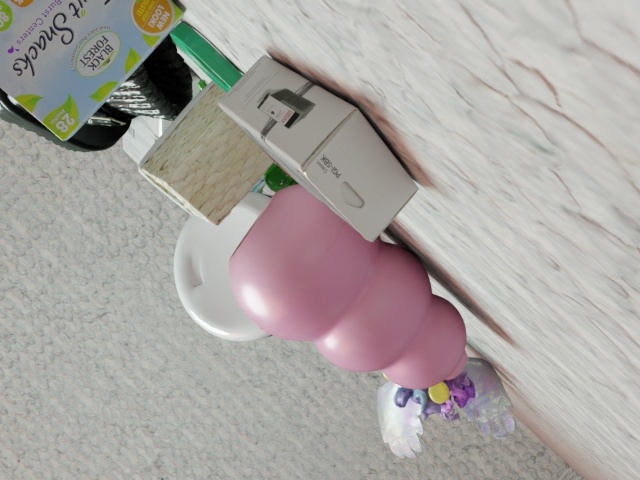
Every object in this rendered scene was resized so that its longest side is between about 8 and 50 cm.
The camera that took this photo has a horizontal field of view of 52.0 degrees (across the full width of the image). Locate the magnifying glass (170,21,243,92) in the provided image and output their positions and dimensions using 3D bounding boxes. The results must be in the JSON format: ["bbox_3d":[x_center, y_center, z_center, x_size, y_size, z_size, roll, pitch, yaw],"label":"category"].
[{"bbox_3d":[-0.080,-0.161,0.709,0.231,0.026,0.092,44,179,21],"label":"magnifying glass"}]

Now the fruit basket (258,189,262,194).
[{"bbox_3d":[-0.254,-0.174,1.668,0.327,0.165,0.353,25,177,-3],"label":"fruit basket"}]

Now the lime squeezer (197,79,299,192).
[{"bbox_3d":[-0.096,-0.138,1.103,0.310,0.059,0.110,43,179,8],"label":"lime squeezer"}]

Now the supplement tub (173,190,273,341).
[{"bbox_3d":[-0.070,0.042,1.135,0.235,0.235,0.325,42,-164,20],"label":"supplement tub"}]

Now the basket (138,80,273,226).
[{"bbox_3d":[-0.139,-0.114,0.874,0.113,0.167,0.103,44,174,-37],"label":"basket"}]

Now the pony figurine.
[{"bbox_3d":[0.232,0.286,1.427,0.363,0.303,0.351,37,-143,-70],"label":"pony figurine"}]

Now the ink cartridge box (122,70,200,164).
[{"bbox_3d":[-0.289,-0.225,1.181,0.148,0.086,0.203,42,138,32],"label":"ink cartridge box"}]

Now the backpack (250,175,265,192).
[{"bbox_3d":[-0.211,-0.142,1.425,0.166,0.188,0.144,44,179,-9],"label":"backpack"}]

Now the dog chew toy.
[{"bbox_3d":[0.049,0.074,0.855,0.332,0.206,0.206,34,180,-7],"label":"dog chew toy"}]

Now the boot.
[{"bbox_3d":[-0.307,-0.222,1.002,0.348,0.260,0.131,-11,-86,-79],"label":"boot"}]

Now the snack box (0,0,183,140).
[{"bbox_3d":[-0.265,-0.229,0.626,0.207,0.174,0.070,42,-178,-21],"label":"snack box"}]

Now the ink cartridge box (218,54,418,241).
[{"bbox_3d":[-0.003,-0.071,0.493,0.099,0.056,0.135,44,179,-44],"label":"ink cartridge box"}]
